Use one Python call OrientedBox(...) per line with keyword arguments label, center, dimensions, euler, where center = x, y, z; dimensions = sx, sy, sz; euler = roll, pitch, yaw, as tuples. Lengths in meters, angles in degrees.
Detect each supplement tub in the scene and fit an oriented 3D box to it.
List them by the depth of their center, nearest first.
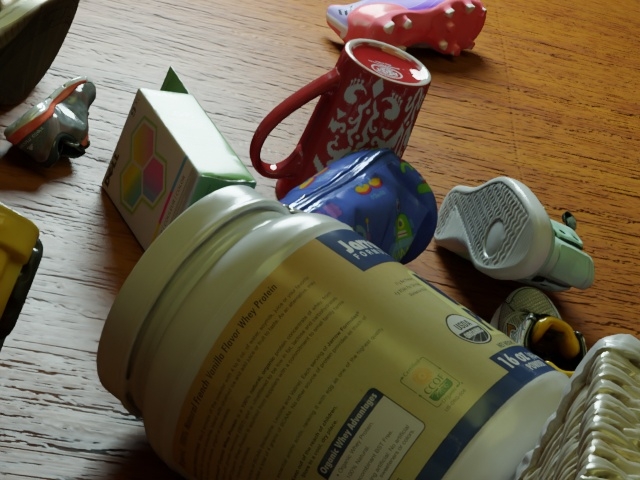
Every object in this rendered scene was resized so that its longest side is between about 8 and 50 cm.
OrientedBox(label="supplement tub", center=(0.013, 0.121, 1.460), dimensions=(0.316, 0.228, 0.228), euler=(35, 29, 21))

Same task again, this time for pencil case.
OrientedBox(label="pencil case", center=(0.000, 0.000, 1.780), dimensions=(0.119, 0.133, 0.306), euler=(28, 26, 17))

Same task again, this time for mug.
OrientedBox(label="mug", center=(0.025, -0.102, 1.945), dimensions=(0.150, 0.169, 0.113), euler=(-8, 41, -47))

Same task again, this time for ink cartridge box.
OrientedBox(label="ink cartridge box", center=(-0.142, -0.068, 1.816), dimensions=(0.062, 0.109, 0.209), euler=(5, 32, -34))

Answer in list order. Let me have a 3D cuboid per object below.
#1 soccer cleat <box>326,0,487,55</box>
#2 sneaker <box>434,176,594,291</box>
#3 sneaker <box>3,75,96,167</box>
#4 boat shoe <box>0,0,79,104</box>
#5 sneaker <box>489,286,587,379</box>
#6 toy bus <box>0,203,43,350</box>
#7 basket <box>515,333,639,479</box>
OrientedBox(label="soccer cleat", center=(0.112, -0.272, 2.434), dimensions=(0.095, 0.083, 0.248), euler=(34, 31, 30))
OrientedBox(label="sneaker", center=(0.217, 0.003, 1.921), dimensions=(0.151, 0.094, 0.256), euler=(20, 2, -14))
OrientedBox(label="sneaker", center=(-0.246, -0.106, 1.884), dimensions=(0.065, 0.061, 0.158), euler=(51, 28, -6))
OrientedBox(label="boat shoe", center=(-0.338, -0.190, 1.870), dimensions=(0.110, 0.122, 0.341), euler=(29, 28, 9))
OrientedBox(label="sneaker", center=(0.208, 0.102, 1.801), dimensions=(0.088, 0.093, 0.225), euler=(17, 26, -10))
OrientedBox(label="toy bus", center=(-0.297, 0.084, 1.370), dimensions=(0.149, 0.220, 0.211), euler=(19, 60, -9))
OrientedBox(label="basket", center=(0.229, 0.285, 1.170), dimensions=(0.331, 0.328, 0.266), euler=(28, 14, 7))
